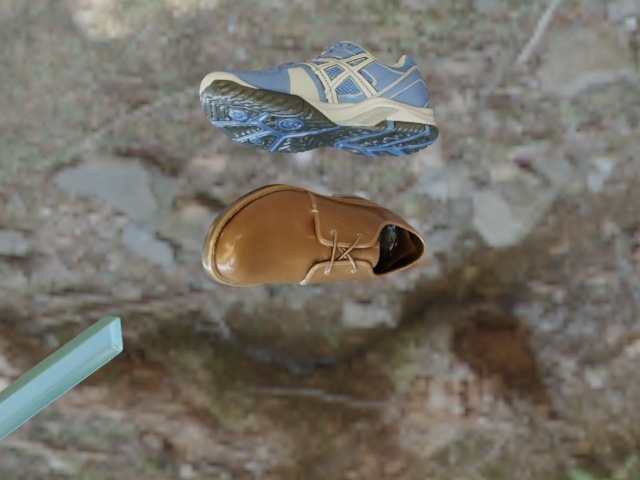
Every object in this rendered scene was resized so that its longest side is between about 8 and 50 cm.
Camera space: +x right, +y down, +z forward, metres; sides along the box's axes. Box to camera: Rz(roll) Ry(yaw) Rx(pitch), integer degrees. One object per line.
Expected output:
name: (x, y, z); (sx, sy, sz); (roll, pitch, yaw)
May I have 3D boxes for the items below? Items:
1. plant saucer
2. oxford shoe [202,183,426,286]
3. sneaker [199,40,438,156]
plant saucer: (-0.290, 0.148, 1.860); (0.192, 0.018, 0.067); (-36, 153, -26)
oxford shoe: (0.000, 0.000, 1.312); (0.076, 0.076, 0.212); (20, -161, 40)
sneaker: (-0.004, -0.121, 1.452); (0.211, 0.081, 0.080); (5, 159, -27)
